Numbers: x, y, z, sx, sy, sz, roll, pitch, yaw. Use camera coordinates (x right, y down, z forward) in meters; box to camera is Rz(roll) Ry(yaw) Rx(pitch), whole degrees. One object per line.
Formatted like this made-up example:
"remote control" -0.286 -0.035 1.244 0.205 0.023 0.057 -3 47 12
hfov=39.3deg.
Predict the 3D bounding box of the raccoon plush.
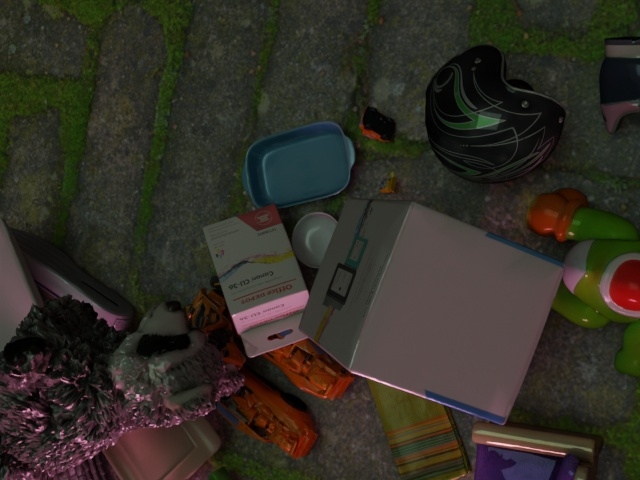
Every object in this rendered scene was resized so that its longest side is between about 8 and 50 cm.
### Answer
"raccoon plush" -0.292 0.275 1.284 0.299 0.216 0.446 20 119 7

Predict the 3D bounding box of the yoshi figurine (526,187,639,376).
"yoshi figurine" 0.424 0.061 1.074 0.362 0.203 0.203 24 56 38

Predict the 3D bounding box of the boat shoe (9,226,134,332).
"boat shoe" -0.444 0.081 1.481 0.302 0.109 0.094 33 102 20

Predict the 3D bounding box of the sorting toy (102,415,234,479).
"sorting toy" -0.256 0.297 1.399 0.196 0.047 0.347 -45 74 24

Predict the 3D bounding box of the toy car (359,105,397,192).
"toy car" 0.075 -0.127 1.283 0.041 0.060 0.122 -14 71 55

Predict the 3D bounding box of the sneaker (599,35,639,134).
"sneaker" 0.497 -0.170 1.076 0.319 0.112 0.131 13 109 28

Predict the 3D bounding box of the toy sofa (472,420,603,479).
"toy sofa" 0.248 0.410 1.100 0.150 0.177 0.362 5 90 25

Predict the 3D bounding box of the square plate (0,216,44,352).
"square plate" -0.545 0.154 1.486 0.347 0.049 0.343 -21 94 36

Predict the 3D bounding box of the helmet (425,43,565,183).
"helmet" 0.223 -0.152 1.157 0.169 0.169 0.161 -32 58 20

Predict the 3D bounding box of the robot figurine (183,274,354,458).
"robot figurine" -0.104 0.177 1.327 0.291 0.085 0.211 33 99 23

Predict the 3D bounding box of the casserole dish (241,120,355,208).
"casserole dish" -0.029 -0.109 1.339 0.189 0.037 0.114 -13 81 24

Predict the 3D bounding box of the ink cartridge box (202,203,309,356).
"ink cartridge box" -0.085 0.056 1.286 0.115 0.067 0.198 -19 59 -5

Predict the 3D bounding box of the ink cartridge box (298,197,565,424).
"ink cartridge box" 0.119 0.072 1.089 0.198 0.270 0.197 21 89 -13

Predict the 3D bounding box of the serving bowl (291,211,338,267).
"serving bowl" 0.000 0.000 1.322 0.083 0.027 0.083 -2 86 24

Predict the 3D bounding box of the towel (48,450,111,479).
"towel" -0.432 0.466 1.445 0.235 0.121 0.283 -27 77 23

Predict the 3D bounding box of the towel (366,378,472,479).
"towel" 0.123 0.226 1.255 0.102 0.021 0.237 -24 77 21
